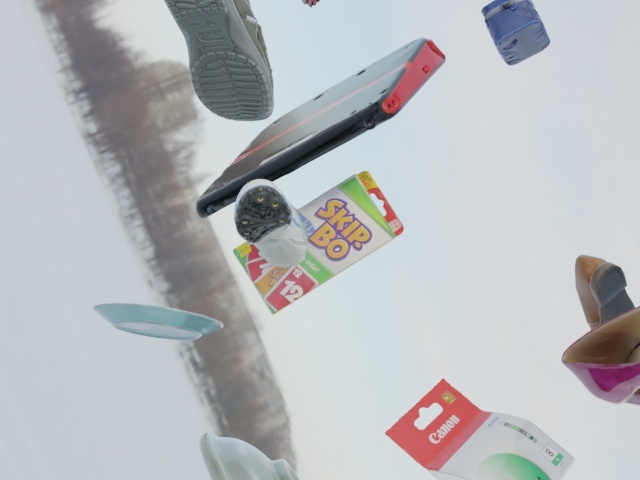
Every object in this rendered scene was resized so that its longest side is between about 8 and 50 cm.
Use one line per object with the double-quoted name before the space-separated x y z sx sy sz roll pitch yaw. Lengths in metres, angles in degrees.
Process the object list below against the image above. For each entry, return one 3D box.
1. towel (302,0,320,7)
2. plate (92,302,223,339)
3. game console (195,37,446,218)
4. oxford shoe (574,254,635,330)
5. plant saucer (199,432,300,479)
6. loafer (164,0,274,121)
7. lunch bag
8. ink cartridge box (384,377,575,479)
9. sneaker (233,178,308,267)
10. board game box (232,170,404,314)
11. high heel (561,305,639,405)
"towel" -0.124 -0.460 1.377 0.329 0.037 0.237 38 -11 9
"plate" -0.234 0.120 1.492 0.188 0.188 0.024 106 -10 -76
"game console" 0.007 -0.180 1.668 0.060 0.386 0.342 55 32 -15
"oxford shoe" 0.444 0.103 1.640 0.076 0.076 0.212 38 -25 49
"plant saucer" -0.045 0.449 1.594 0.400 0.100 0.400 58 -5 7
"loafer" -0.098 -0.227 1.118 0.251 0.094 0.087 75 24 -52
"lunch bag" 0.248 -0.280 1.342 0.098 0.067 0.065 37 30 -64
"ink cartridge box" 0.229 0.291 1.472 0.224 0.181 0.056 41 -52 15
"sneaker" -0.072 -0.035 1.472 0.237 0.085 0.086 66 11 -67
"board game box" 0.000 0.000 1.684 0.124 0.259 0.039 58 -8 3
"high heel" 0.400 0.109 1.330 0.181 0.127 0.377 21 -34 22
